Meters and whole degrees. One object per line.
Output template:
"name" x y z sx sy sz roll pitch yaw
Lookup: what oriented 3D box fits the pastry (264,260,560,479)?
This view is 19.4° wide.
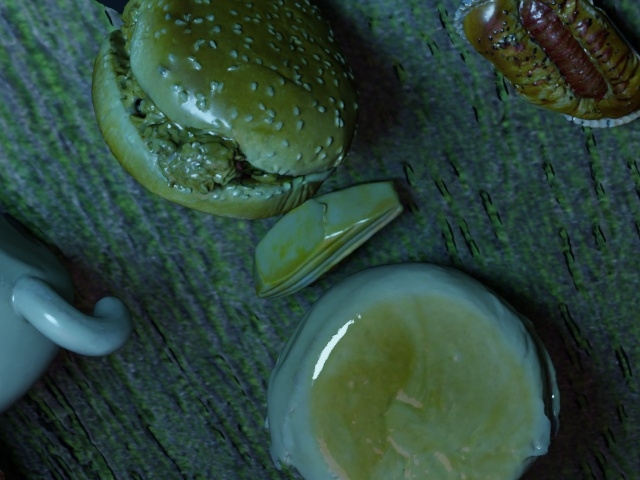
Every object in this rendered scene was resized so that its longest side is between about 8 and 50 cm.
"pastry" 0.080 0.142 1.677 0.265 0.133 0.265 -1 95 -9

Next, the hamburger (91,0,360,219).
"hamburger" -0.062 -0.111 1.381 0.189 0.215 0.122 18 132 -23

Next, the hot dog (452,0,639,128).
"hot dog" 0.189 -0.146 1.471 0.099 0.053 0.192 -29 130 34

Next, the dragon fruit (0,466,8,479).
"dragon fruit" -0.401 0.296 1.848 0.250 0.250 0.315 -8 121 9

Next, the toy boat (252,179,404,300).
"toy boat" 0.000 0.000 1.633 0.066 0.065 0.172 8 145 -45

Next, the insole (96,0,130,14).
"insole" -0.109 -0.176 1.467 0.188 0.004 0.064 25 130 -27

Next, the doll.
"doll" -0.361 0.105 1.589 0.370 0.226 0.215 -41 151 16
